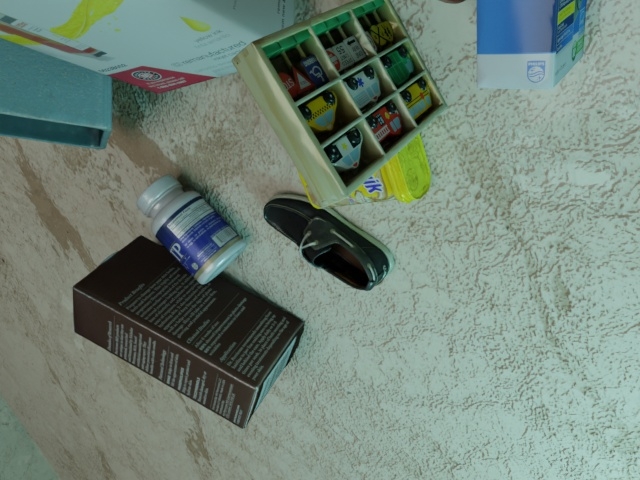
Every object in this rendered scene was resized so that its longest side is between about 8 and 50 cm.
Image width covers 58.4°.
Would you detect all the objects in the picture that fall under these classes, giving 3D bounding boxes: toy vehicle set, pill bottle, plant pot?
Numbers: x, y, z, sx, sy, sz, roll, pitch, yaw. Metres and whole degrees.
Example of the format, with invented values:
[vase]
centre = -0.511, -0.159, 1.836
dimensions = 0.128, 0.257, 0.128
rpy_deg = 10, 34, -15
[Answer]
[toy vehicle set]
centre = 0.039, -0.168, 0.628
dimensions = 0.035, 0.267, 0.166
rpy_deg = -22, 105, 44
[pill bottle]
centre = -0.234, -0.023, 1.026
dimensions = 0.186, 0.112, 0.112
rpy_deg = 46, 134, 1
[plant pot]
centre = -0.443, -0.293, 0.871
dimensions = 0.248, 0.247, 0.252
rpy_deg = -177, 92, -67

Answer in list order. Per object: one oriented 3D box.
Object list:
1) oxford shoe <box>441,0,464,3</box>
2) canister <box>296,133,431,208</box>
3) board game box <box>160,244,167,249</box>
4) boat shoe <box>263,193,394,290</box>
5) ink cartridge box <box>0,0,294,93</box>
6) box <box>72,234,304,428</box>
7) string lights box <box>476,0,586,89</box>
[oxford shoe]
centre = 0.065, -0.419, 0.509
dimensions = 0.146, 0.140, 0.396
rpy_deg = 33, 145, 43
[canister]
centre = 0.052, -0.109, 0.793
dimensions = 0.170, 0.073, 0.126
rpy_deg = -5, 115, 39
[board game box]
centre = -0.273, 0.103, 1.197
dimensions = 0.126, 0.026, 0.186
rpy_deg = 8, 123, 31
[boat shoe]
centre = 0.000, 0.000, 0.900
dimensions = 0.233, 0.079, 0.084
rpy_deg = 31, 134, 17
[ink cartridge box]
centre = -0.254, -0.315, 0.645
dimensions = 0.279, 0.385, 0.160
rpy_deg = -1, 84, 37
[box]
centre = -0.247, 0.163, 1.073
dimensions = 0.381, 0.191, 0.143
rpy_deg = 28, 129, 10
[string lights box]
centre = 0.199, -0.285, 0.527
dimensions = 0.077, 0.133, 0.259
rpy_deg = 11, 125, 32
